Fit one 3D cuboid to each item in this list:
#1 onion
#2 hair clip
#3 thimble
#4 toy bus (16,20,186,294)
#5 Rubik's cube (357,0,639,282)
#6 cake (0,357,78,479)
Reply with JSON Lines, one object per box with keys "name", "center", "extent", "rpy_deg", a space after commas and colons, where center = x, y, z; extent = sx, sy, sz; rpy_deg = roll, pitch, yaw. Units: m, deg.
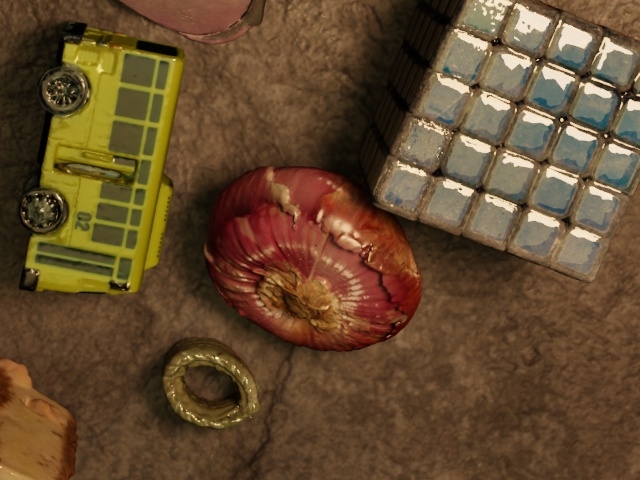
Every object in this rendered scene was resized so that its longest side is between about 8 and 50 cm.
{"name": "onion", "center": [0.000, 0.000, 1.821], "extent": [0.230, 0.230, 0.163], "rpy_deg": [27, 58, -10]}
{"name": "hair clip", "center": [-0.217, -0.292, 1.767], "extent": [0.359, 0.095, 0.110], "rpy_deg": [17, 84, -11]}
{"name": "thimble", "center": [-0.114, 0.151, 1.889], "extent": [0.110, 0.062, 0.084], "rpy_deg": [23, 99, -10]}
{"name": "toy bus", "center": [-0.218, -0.075, 1.793], "extent": [0.150, 0.128, 0.262], "rpy_deg": [10, 102, -7]}
{"name": "Rubik's cube", "center": [0.185, -0.119, 1.757], "extent": [0.237, 0.238, 0.237], "rpy_deg": [22, 99, -8]}
{"name": "cake", "center": [-0.410, 0.246, 1.778], "extent": [0.290, 0.282, 0.255], "rpy_deg": [25, 103, -12]}
